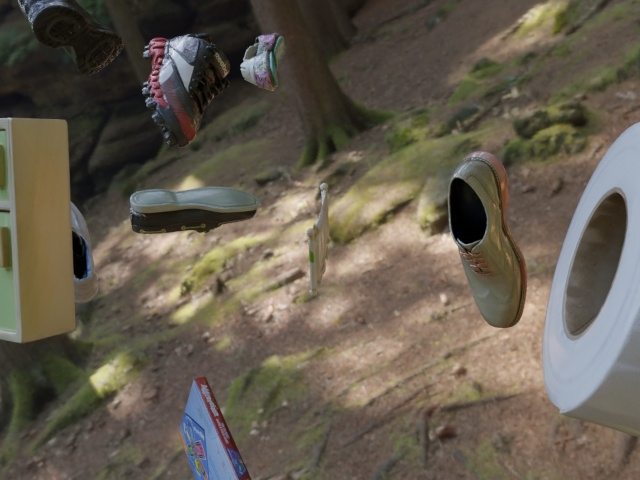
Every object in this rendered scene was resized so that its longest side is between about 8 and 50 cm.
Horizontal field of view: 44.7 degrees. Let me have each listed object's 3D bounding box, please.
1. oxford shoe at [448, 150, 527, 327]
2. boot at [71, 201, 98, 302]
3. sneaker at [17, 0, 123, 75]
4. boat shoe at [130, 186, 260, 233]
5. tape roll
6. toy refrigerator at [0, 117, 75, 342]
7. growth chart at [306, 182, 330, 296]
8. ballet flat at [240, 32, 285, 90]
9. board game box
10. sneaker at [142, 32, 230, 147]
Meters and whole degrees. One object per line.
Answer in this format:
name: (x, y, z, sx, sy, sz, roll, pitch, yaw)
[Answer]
oxford shoe: (0.333, 0.020, 1.641, 0.141, 0.396, 0.146, -5, 18, 38)
boot: (-0.525, -0.003, 1.642, 0.095, 0.258, 0.123, -16, -21, -25)
sneaker: (-0.466, -0.407, 1.452, 0.109, 0.130, 0.286, -38, -11, 1)
boat shoe: (-0.223, -0.050, 1.389, 0.228, 0.068, 0.081, -1, 32, -16)
tape roll: (0.301, 0.042, 0.627, 0.169, 0.246, 0.246, 17, 25, 3)
toy refrigerator: (-0.380, -0.016, 0.970, 0.102, 0.269, 0.094, 5, 8, 30)
growth chart: (0.000, 0.000, 1.491, 0.021, 0.171, 0.237, 3, 30, 6)
ballet flat: (-0.118, -0.357, 1.565, 0.079, 0.076, 0.221, -5, 35, 6)
board game box: (-0.186, 0.389, 1.365, 0.027, 0.145, 0.281, 3, 32, -31)
sneaker: (-0.211, -0.255, 1.258, 0.135, 0.097, 0.276, -17, 43, 3)
